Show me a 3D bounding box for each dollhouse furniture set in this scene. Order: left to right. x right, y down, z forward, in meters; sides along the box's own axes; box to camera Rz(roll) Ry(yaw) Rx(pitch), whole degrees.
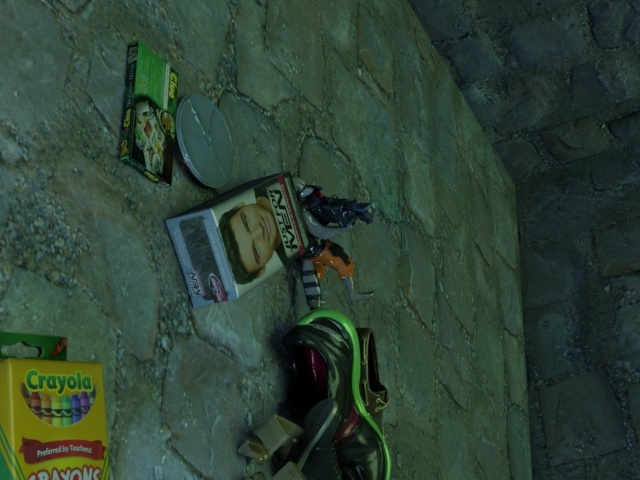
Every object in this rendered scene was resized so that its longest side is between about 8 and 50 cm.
[{"bbox_3d":[-0.076,0.461,1.873,0.151,0.144,0.123,49,6,37],"label":"dollhouse furniture set"}]

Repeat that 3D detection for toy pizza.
[{"bbox_3d":[-0.247,-0.206,1.963,0.201,0.032,0.201,37,47,-52],"label":"toy pizza"}]

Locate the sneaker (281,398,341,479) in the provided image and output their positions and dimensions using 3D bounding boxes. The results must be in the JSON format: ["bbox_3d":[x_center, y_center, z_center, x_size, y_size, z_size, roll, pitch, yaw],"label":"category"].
[{"bbox_3d":[0.011,0.436,1.981,0.118,0.222,0.083,22,17,-23],"label":"sneaker"}]

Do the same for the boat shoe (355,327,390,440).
[{"bbox_3d":[0.117,0.379,2.365,0.116,0.096,0.325,-9,86,-65],"label":"boat shoe"}]

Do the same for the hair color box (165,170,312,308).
[{"bbox_3d":[-0.157,-0.012,1.962,0.374,0.113,0.186,-35,110,-62],"label":"hair color box"}]

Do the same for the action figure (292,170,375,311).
[{"bbox_3d":[0.000,0.000,2.163,0.178,0.341,0.330,-29,99,-23],"label":"action figure"}]

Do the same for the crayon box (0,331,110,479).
[{"bbox_3d":[-0.400,0.284,1.355,0.202,0.081,0.319,16,64,-61],"label":"crayon box"}]

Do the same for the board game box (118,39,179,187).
[{"bbox_3d":[-0.328,-0.244,1.817,0.136,0.030,0.260,36,47,-52],"label":"board game box"}]

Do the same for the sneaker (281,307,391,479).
[{"bbox_3d":[0.013,0.399,2.102,0.202,0.185,0.483,-17,91,-46],"label":"sneaker"}]
